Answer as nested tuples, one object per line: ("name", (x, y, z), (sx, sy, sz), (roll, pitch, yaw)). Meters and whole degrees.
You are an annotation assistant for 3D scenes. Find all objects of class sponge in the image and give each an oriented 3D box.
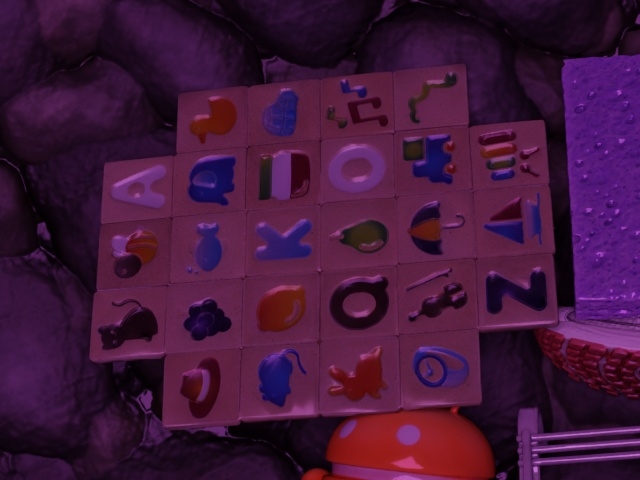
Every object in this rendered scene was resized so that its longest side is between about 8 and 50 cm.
("sponge", (0.237, -0.042, 1.273), (0.117, 0.031, 0.210), (-3, 59, 8))

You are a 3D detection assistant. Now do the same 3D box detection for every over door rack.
("over door rack", (0.253, 0.261, 1.196), (0.240, 0.108, 0.324), (-7, 56, 14))

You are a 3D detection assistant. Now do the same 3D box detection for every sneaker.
("sneaker", (0.268, 0.062, 1.278), (0.225, 0.088, 0.092), (0, 63, 9))

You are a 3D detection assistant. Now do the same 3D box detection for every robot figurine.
("robot figurine", (0.057, 0.209, 1.263), (0.128, 0.158, 0.219), (8, 85, -11))

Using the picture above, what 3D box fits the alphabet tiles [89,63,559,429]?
("alphabet tiles", (0.000, 0.000, 1.303), (0.343, 0.011, 0.285), (-5, 61, 9))
